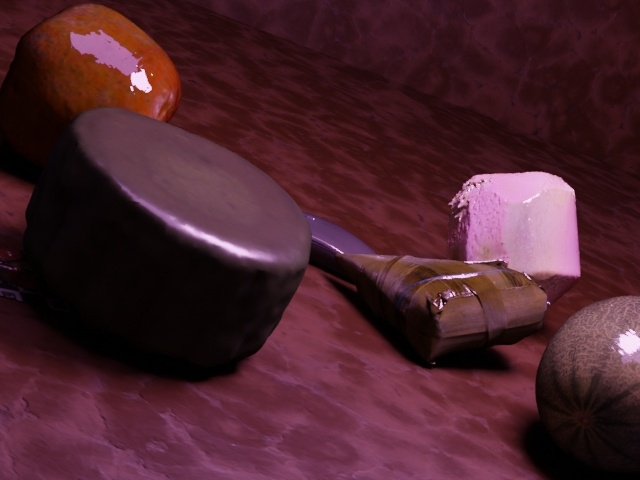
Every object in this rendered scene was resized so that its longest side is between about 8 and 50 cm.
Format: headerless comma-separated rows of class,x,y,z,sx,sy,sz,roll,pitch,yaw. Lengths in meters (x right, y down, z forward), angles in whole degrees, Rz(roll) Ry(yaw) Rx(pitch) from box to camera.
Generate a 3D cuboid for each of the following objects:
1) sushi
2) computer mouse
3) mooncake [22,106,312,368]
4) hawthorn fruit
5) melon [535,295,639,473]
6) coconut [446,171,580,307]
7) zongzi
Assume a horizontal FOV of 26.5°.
sushi,-0.400,0.022,1.654,0.201,0.031,0.139,17,19,-22
computer mouse,0.001,-0.001,2.198,0.232,0.057,0.120,26,17,6
mooncake,-0.190,-0.003,1.692,0.356,0.194,0.356,29,20,-11
hawthorn fruit,-0.328,-0.199,2.043,0.301,0.268,0.268,28,18,3
melon,0.415,0.198,1.852,0.237,0.237,0.301,32,25,25
coconut,0.322,0.019,2.279,0.233,0.245,0.233,2,-12,1
zongzi,0.187,0.071,2.082,0.250,0.125,0.274,-5,26,-32
